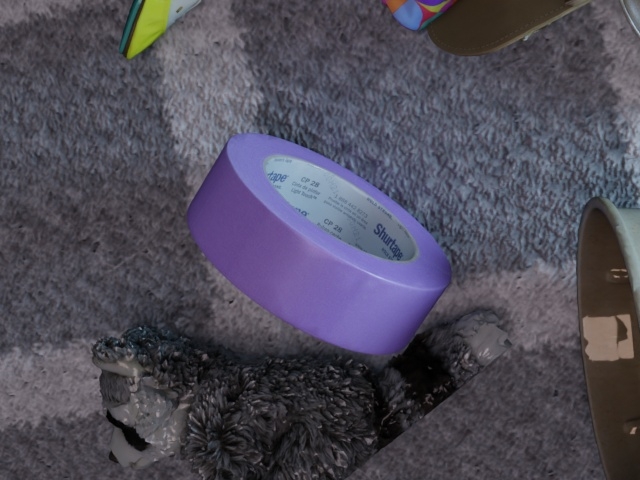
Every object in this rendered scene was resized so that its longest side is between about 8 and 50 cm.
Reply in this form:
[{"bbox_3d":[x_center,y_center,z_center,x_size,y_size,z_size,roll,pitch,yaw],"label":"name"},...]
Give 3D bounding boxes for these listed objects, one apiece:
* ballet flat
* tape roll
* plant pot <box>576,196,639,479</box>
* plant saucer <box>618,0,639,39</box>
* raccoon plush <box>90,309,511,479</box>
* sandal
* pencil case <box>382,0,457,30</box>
[{"bbox_3d":[-0.158,-0.301,1.455,0.077,0.077,0.231,14,106,-10],"label":"ballet flat"},{"bbox_3d":[0.000,0.000,1.399,0.275,0.275,0.090,33,110,1],"label":"tape roll"},{"bbox_3d":[0.443,0.106,1.345,0.305,0.334,0.334,-6,105,0],"label":"plant pot"},{"bbox_3d":[0.444,-0.302,1.326,0.311,0.050,0.310,2,113,4],"label":"plant saucer"},{"bbox_3d":[-0.045,0.142,1.540,0.446,0.216,0.299,-36,82,-11],"label":"raccoon plush"},{"bbox_3d":[0.227,-0.245,1.387,0.240,0.079,0.088,-19,70,43],"label":"sandal"},{"bbox_3d":[0.154,-0.310,1.345,0.236,0.104,0.104,-36,97,36],"label":"pencil case"}]
